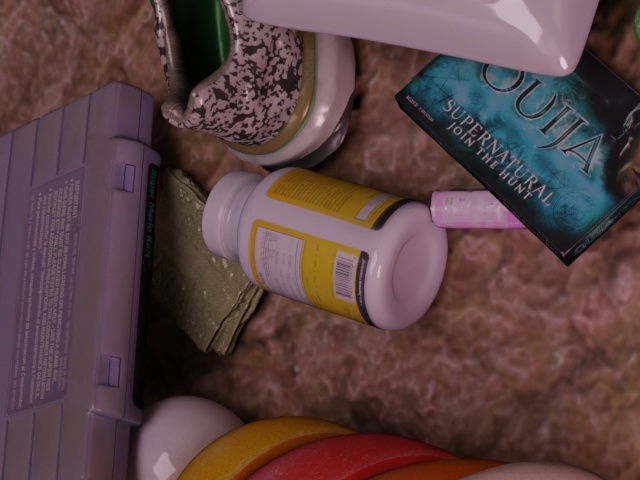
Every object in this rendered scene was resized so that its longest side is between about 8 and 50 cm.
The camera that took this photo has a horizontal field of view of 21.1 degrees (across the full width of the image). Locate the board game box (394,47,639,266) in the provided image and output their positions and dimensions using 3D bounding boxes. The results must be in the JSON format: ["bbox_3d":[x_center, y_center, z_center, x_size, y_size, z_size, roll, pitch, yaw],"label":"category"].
[{"bbox_3d":[0.161,-0.086,1.257,0.126,0.026,0.186,-43,65,-3],"label":"board game box"}]

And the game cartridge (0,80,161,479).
[{"bbox_3d":[-0.234,0.057,1.473,0.230,0.068,0.355,-16,62,37],"label":"game cartridge"}]

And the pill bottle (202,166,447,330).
[{"bbox_3d":[0.000,0.000,1.354,0.184,0.103,0.103,18,100,34],"label":"pill bottle"}]

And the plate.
[{"bbox_3d":[0.094,-0.272,1.257,0.277,0.045,0.278,14,77,28],"label":"plate"}]

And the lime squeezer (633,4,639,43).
[{"bbox_3d":[0.211,-0.156,1.222,0.110,0.059,0.310,-42,66,-3],"label":"lime squeezer"}]

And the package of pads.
[{"bbox_3d":[0.130,-0.024,1.296,0.083,0.050,0.032,0,90,34],"label":"package of pads"}]

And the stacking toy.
[{"bbox_3d":[-0.009,0.252,1.293,0.480,0.351,0.350,28,106,51],"label":"stacking toy"}]

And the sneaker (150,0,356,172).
[{"bbox_3d":[-0.090,-0.257,1.368,0.158,0.182,0.410,-21,78,33],"label":"sneaker"}]

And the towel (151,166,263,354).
[{"bbox_3d":[-0.107,0.018,1.475,0.148,0.027,0.110,43,114,26],"label":"towel"}]
